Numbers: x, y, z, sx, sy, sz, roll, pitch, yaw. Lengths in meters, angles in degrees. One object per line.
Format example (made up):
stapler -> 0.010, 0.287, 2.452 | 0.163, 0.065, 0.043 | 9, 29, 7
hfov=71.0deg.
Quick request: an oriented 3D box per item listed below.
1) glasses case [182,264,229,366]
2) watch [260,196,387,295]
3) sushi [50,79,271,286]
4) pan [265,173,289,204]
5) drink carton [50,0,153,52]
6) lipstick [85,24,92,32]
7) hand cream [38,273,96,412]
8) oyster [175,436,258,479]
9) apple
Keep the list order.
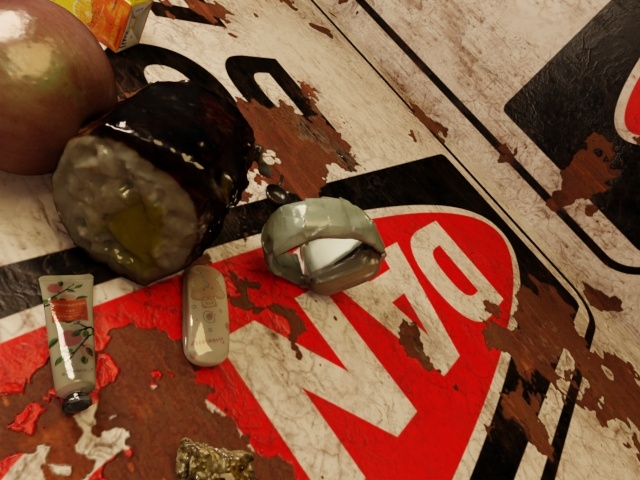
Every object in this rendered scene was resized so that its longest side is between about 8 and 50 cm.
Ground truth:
glasses case -> -0.212, 0.133, 0.826 | 0.080, 0.051, 0.204 | 15, 45, -34
watch -> 0.000, 0.000, 0.986 | 0.241, 0.253, 0.162 | 59, 11, -54
sushi -> -0.279, -0.119, 0.813 | 0.281, 0.299, 0.294 | 47, 32, -20
pan -> -0.115, -0.134, 1.201 | 0.068, 0.023, 0.115 | 28, 42, -18
drink carton -> -0.625, -0.666, 1.152 | 0.351, 0.154, 0.111 | 36, 37, -9
lipstick -> -0.562, -0.462, 1.098 | 0.048, 0.048, 0.158 | -8, 59, -46
hand cream -> -0.376, 0.142, 0.679 | 0.080, 0.050, 0.234 | 2, 46, -37
oyster -> -0.145, 0.359, 0.668 | 0.177, 0.056, 0.105 | 51, 45, 3
apple -> -0.487, -0.256, 0.767 | 0.234, 0.306, 0.306 | 34, 37, -10
